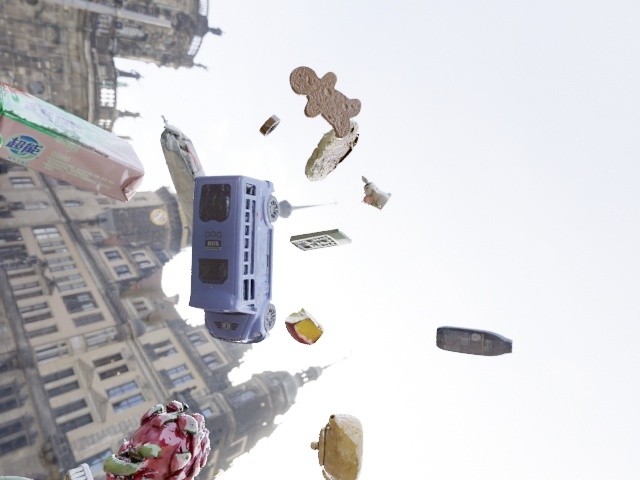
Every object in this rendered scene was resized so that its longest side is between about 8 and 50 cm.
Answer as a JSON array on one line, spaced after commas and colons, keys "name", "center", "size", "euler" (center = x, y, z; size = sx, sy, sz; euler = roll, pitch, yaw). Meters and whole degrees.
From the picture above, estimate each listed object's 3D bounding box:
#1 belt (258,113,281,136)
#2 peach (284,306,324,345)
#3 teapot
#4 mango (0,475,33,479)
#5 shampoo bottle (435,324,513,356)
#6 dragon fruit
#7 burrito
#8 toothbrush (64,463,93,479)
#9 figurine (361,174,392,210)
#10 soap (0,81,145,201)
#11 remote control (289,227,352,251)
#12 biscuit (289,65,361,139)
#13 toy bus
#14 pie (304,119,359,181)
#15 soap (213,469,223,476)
[{"name": "belt", "center": [-0.177, -0.400, 1.426], "size": [0.036, 0.059, 0.083], "euler": [44, -90, 0]}, {"name": "peach", "center": [-0.060, 0.324, 1.533], "size": [0.151, 0.151, 0.119], "euler": [13, -70, 46]}, {"name": "teapot", "center": [0.047, 0.676, 1.329], "size": [0.203, 0.166, 0.312], "euler": [-86, -179, -63]}, {"name": "mango", "center": [-0.627, 0.513, 0.805], "size": [0.074, 0.165, 0.091], "euler": [-31, -137, 14]}, {"name": "shampoo bottle", "center": [0.494, 0.327, 1.331], "size": [0.233, 0.049, 0.087], "euler": [1, -86, 28]}, {"name": "dragon fruit", "center": [-0.370, 0.505, 0.959], "size": [0.218, 0.273, 0.198], "euler": [-43, -87, 13]}, {"name": "burrito", "center": [-0.423, -0.190, 1.346], "size": [0.138, 0.101, 0.446], "euler": [7, -57, 34]}, {"name": "toothbrush", "center": [-0.243, 0.425, 0.501], "size": [0.342, 0.030, 0.025], "euler": [43, -75, 30]}, {"name": "figurine", "center": [0.203, -0.186, 1.652], "size": [0.146, 0.098, 0.081], "euler": [34, -11, 0]}, {"name": "soap", "center": [-0.494, -0.185, 0.802], "size": [0.098, 0.273, 0.218], "euler": [-54, -131, 9]}, {"name": "remote control", "center": [0.000, 0.000, 1.853], "size": [0.285, 0.123, 0.038], "euler": [-7, -118, 34]}, {"name": "biscuit", "center": [0.007, -0.358, 1.035], "size": [0.031, 0.205, 0.138], "euler": [7, -112, 63]}, {"name": "toy bus", "center": [-0.154, 0.037, 0.716], "size": [0.125, 0.133, 0.293], "euler": [1, -91, 20]}, {"name": "pie", "center": [0.044, -0.324, 1.505], "size": [0.055, 0.274, 0.274], "euler": [43, -51, 13]}, {"name": "soap", "center": [-0.373, 0.854, 1.507], "size": [0.012, 0.034, 0.089], "euler": [48, -25, 23]}]
